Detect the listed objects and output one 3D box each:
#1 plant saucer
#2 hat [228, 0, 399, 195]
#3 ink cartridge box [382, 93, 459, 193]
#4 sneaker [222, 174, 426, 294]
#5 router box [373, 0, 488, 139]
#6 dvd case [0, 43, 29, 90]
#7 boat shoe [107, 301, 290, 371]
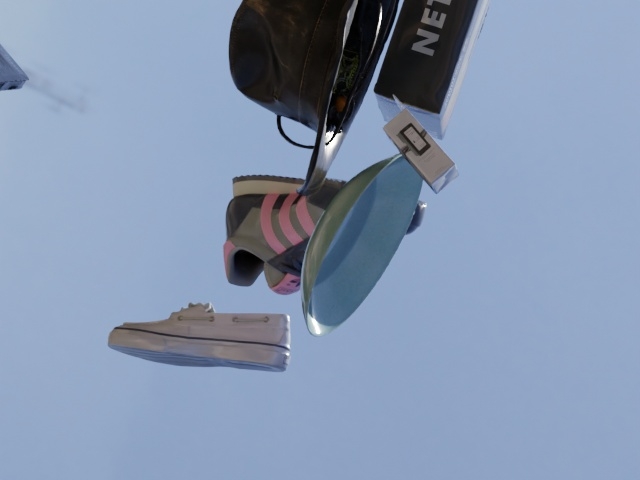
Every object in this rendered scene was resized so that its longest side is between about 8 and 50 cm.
[{"bbox_3d":[0.029,-0.004,1.644,0.195,0.037,0.195,-50,158,-28],"label":"plant saucer"},{"bbox_3d":[-0.011,-0.201,1.700,0.331,0.134,0.331,23,90,-85],"label":"hat"},{"bbox_3d":[0.082,-0.083,1.546,0.028,0.083,0.048,-40,166,0],"label":"ink cartridge box"},{"bbox_3d":[0.000,0.000,1.957,0.319,0.112,0.131,2,-101,58],"label":"sneaker"},{"bbox_3d":[0.149,-0.281,2.017,0.243,0.081,0.309,28,80,-84],"label":"router box"},{"bbox_3d":[-0.330,-0.182,1.442,0.018,0.164,0.221,-40,179,13],"label":"dvd case"},{"bbox_3d":[-0.145,0.113,2.185,0.083,0.226,0.076,80,18,-74],"label":"boat shoe"}]
